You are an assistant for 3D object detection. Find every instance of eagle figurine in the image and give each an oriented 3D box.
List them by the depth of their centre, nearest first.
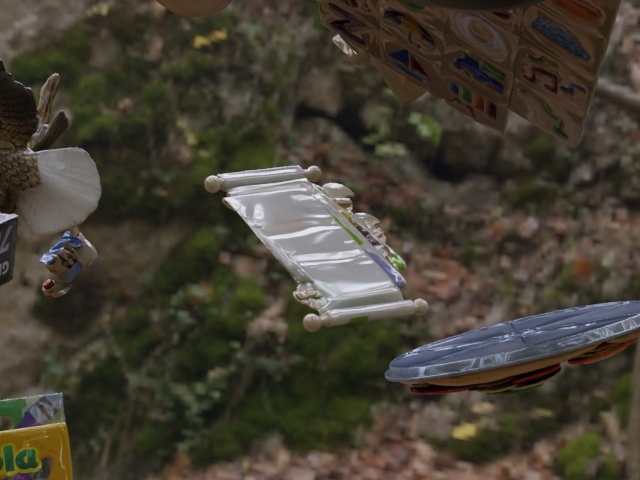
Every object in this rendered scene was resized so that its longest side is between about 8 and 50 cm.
[{"bbox_3d":[-0.403,-0.106,1.651,0.225,0.226,0.298,-29,-27,18],"label":"eagle figurine"}]

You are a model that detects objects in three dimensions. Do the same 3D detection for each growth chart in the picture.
[{"bbox_3d":[0.000,0.000,1.427,0.172,0.021,0.237,0,38,-38],"label":"growth chart"}]

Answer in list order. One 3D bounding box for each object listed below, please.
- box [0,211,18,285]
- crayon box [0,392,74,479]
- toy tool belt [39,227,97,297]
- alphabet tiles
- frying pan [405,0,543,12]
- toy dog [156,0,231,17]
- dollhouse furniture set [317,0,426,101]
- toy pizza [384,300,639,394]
[{"bbox_3d":[-0.447,0.008,1.258,0.293,0.073,0.295,14,19,15],"label":"box"},{"bbox_3d":[-0.346,0.311,1.561,0.203,0.323,0.083,-7,-20,-9],"label":"crayon box"},{"bbox_3d":[-0.299,0.020,1.769,0.052,0.083,0.051,12,-37,42],"label":"toy tool belt"},{"bbox_3d":[0.063,-0.181,1.021,0.285,0.011,0.342,34,-14,13],"label":"alphabet tiles"},{"bbox_3d":[0.021,-0.128,0.631,0.197,0.326,0.053,27,-50,-1],"label":"frying pan"},{"bbox_3d":[-0.150,-0.320,1.134,0.161,0.334,0.220,-12,6,23],"label":"toy dog"},{"bbox_3d":[0.089,-0.350,1.716,0.174,0.303,0.355,51,-1,-42],"label":"dollhouse furniture set"},{"bbox_3d":[0.145,0.081,1.093,0.201,0.032,0.201,-13,1,0],"label":"toy pizza"}]
